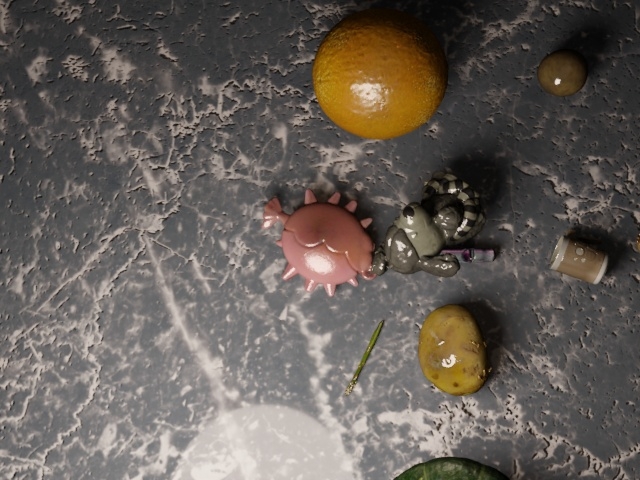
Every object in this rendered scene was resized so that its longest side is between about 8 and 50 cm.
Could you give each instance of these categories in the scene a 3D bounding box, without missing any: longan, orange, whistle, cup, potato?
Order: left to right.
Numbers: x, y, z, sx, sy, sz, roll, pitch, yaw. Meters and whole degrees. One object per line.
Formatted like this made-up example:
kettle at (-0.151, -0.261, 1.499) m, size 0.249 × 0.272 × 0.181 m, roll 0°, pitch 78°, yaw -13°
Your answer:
orange at (0.121, -0.330, 1.861) m, size 0.274 × 0.274 × 0.274 m, roll 0°, pitch 74°, yaw 2°
whistle at (0.261, 0.030, 1.872) m, size 0.176 × 0.033 × 0.033 m, roll -1°, pitch 74°, yaw 2°
potato at (0.252, 0.209, 1.776) m, size 0.137 × 0.137 × 0.176 m, roll -23°, pitch 73°, yaw -5°
longan at (0.502, -0.352, 1.946) m, size 0.106 × 0.106 × 0.119 m, roll -22°, pitch 33°, yaw -4°
cup at (0.515, 0.035, 1.853) m, size 0.099 × 0.102 × 0.074 m, roll 22°, pitch 114°, yaw 6°

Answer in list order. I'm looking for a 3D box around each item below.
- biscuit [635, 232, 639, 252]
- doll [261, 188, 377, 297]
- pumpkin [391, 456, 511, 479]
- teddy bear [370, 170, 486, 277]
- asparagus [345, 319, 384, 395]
biscuit at (0.702, 0.002, 1.870) m, size 0.131 × 0.026 × 0.237 m, roll -26°, pitch 76°, yaw -7°
doll at (0.000, 0.000, 1.859) m, size 0.262 × 0.093 × 0.211 m, roll 25°, pitch 80°, yaw 8°
pumpkin at (0.230, 0.528, 1.648) m, size 0.300 × 0.207 × 0.300 m, roll 0°, pitch 88°, yaw 6°
teddy bear at (0.219, -0.019, 1.792) m, size 0.171 × 0.144 × 0.251 m, roll 25°, pitch 54°, yaw 32°
asparagus at (0.087, 0.230, 1.832) m, size 0.016 × 0.013 × 0.166 m, roll 35°, pitch 75°, yaw -32°
